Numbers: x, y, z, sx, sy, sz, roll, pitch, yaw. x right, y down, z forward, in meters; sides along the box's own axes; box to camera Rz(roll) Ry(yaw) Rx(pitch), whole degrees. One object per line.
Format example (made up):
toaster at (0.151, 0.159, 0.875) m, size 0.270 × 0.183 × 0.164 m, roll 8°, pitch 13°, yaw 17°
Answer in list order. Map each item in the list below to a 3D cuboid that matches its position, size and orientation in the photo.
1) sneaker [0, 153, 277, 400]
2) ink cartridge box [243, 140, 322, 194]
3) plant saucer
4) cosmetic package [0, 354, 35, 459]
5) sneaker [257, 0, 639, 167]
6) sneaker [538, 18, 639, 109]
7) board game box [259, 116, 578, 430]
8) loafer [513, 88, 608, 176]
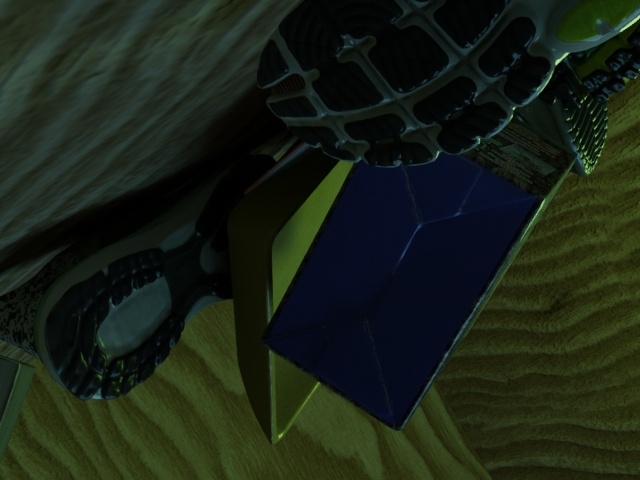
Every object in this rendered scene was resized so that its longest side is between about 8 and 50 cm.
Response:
sneaker at (-0.184, 0.007, 0.993) m, size 0.182 × 0.158 × 0.410 m, roll 9°, pitch -153°, yaw 31°
ink cartridge box at (0.081, -0.160, 0.747) m, size 0.261 × 0.066 × 0.296 m, roll -29°, pitch 179°, yaw -34°
plant saucer at (0.000, 0.000, 1.012) m, size 0.333 × 0.081 × 0.333 m, roll -51°, pitch 156°, yaw -38°
cosmetic package at (-0.448, 0.215, 1.183) m, size 0.309 × 0.113 × 0.160 m, roll 153°, pitch -45°, yaw -74°
sneaker at (0.096, -0.130, 0.472) m, size 0.279 × 0.107 × 0.118 m, roll -26°, pitch -161°, yaw 24°
sneaker at (0.293, -0.270, 0.797) m, size 0.343 × 0.134 × 0.146 m, roll -40°, pitch -151°, yaw 46°
board game box at (0.103, -0.001, 0.856) m, size 0.232 × 0.141 × 0.291 m, roll -62°, pitch 168°, yaw 20°
loafer at (0.233, -0.170, 1.009) m, size 0.087 × 0.251 × 0.094 m, roll 2°, pitch -131°, yaw 47°
